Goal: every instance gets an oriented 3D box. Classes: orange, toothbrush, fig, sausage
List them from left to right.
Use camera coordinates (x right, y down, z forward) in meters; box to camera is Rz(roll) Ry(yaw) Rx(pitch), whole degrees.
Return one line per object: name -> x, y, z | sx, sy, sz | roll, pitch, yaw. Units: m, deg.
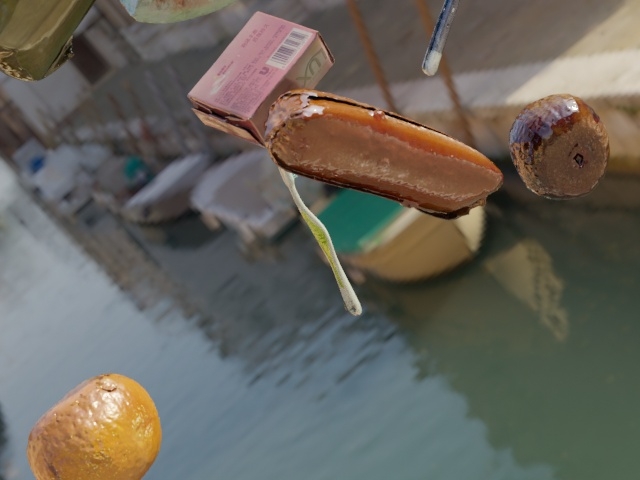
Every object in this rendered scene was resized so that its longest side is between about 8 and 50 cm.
orange -> -0.304, 0.278, 2.105 | 0.193, 0.161, 0.193 | -41, 0, 0
toothbrush -> 0.000, 0.000, 2.184 | 0.022, 0.263, 0.026 | -7, 27, 38
sausage -> 0.075, -0.101, 1.775 | 0.102, 0.330, 0.102 | -22, 61, 46
toothbrush -> 0.185, -0.350, 1.996 | 0.026, 0.024, 0.288 | 20, 91, 64
fig -> 0.305, -0.150, 2.101 | 0.133, 0.146, 0.201 | -16, 36, -8

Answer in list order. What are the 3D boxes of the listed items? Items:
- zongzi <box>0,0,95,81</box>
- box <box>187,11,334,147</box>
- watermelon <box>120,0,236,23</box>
zongzi -> -0.236, -0.279, 1.065 | 0.260, 0.289, 0.123 | -54, -20, 0
box -> -0.071, -0.190, 1.817 | 0.111, 0.060, 0.156 | 25, 67, 36
watermelon -> -0.166, -0.421, 2.001 | 0.305, 0.224, 0.180 | -65, -5, 6
